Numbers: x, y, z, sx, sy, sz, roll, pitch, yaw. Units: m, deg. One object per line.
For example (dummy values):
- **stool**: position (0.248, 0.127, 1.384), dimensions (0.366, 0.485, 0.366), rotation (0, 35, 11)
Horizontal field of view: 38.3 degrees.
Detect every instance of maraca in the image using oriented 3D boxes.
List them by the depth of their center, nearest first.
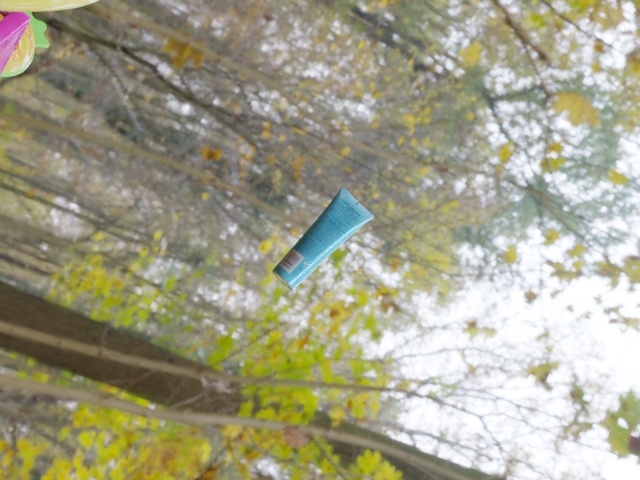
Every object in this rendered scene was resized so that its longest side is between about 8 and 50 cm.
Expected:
- **maraca**: position (-0.497, -0.326, 1.448), dimensions (0.099, 0.127, 0.186), rotation (-19, -157, 30)

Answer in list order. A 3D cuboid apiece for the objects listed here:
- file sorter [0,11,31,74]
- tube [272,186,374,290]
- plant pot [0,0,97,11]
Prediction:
- **file sorter**: position (-0.489, -0.162, 0.962), dimensions (0.202, 0.182, 0.291), rotation (-40, -165, 45)
- **tube**: position (0.000, 0.000, 1.686), dimensions (0.207, 0.080, 0.052), rotation (-46, 178, -10)
- **plant pot**: position (-0.253, -0.328, 0.670), dimensions (0.254, 0.254, 0.239), rotation (-107, -151, -54)
